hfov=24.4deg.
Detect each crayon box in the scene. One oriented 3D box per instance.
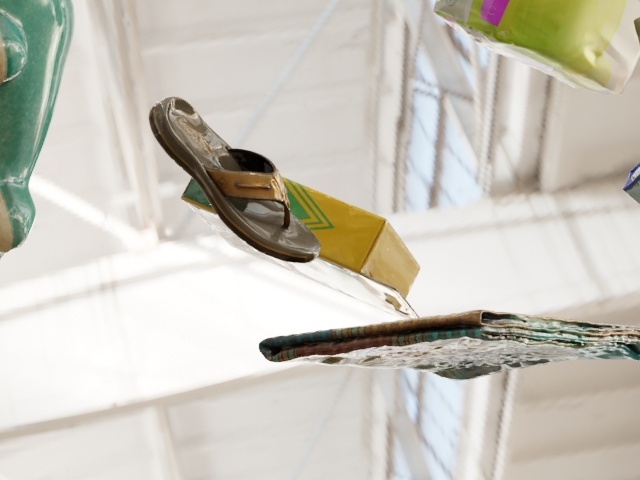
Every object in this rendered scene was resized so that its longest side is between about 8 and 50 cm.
[{"bbox_3d":[0.000,0.000,1.941,0.083,0.323,0.203,-63,-23,-10],"label":"crayon box"}]

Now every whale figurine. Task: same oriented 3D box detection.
[{"bbox_3d":[-0.257,-0.120,1.176,0.141,0.272,0.216,-10,-7,-28],"label":"whale figurine"}]

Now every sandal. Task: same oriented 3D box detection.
[{"bbox_3d":[-0.076,-0.065,1.448,0.060,0.219,0.090,-41,0,28],"label":"sandal"}]

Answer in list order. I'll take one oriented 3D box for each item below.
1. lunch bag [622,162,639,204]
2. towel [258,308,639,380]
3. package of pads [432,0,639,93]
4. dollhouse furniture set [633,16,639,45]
[{"bbox_3d":[0.508,-0.084,1.999,0.129,0.096,0.151,44,-62,-3],"label":"lunch bag"},{"bbox_3d":[0.151,0.114,1.550,0.271,0.040,0.370,-11,-12,35],"label":"towel"},{"bbox_3d":[0.256,-0.277,1.485,0.296,0.101,0.229,9,-73,-53],"label":"package of pads"},{"bbox_3d":[0.363,-0.224,1.338,0.129,0.129,0.184,-27,-52,-4],"label":"dollhouse furniture set"}]
